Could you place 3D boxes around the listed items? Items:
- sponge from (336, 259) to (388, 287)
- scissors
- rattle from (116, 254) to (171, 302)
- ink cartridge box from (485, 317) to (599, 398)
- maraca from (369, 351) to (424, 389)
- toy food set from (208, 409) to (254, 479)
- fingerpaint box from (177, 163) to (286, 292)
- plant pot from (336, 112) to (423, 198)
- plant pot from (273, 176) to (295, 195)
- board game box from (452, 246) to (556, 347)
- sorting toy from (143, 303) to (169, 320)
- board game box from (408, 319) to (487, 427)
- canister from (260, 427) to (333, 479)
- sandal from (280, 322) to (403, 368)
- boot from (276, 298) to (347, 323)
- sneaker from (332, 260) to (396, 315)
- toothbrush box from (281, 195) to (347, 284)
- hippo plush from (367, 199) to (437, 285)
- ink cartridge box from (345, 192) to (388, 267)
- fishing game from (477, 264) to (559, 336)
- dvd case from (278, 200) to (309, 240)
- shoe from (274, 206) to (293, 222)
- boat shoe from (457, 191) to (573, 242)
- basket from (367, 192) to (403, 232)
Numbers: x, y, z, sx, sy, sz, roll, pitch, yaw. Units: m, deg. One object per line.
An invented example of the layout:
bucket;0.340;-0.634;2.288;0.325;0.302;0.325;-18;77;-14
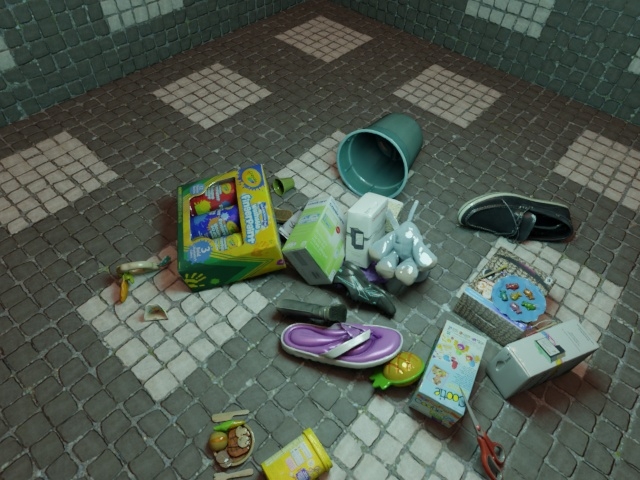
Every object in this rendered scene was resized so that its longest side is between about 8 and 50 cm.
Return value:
sponge;0.159;0.122;1.648;0.210;0.031;0.117;-5;51;-7
scissors;0.458;0.563;1.199;0.109;0.021;0.297;-44;106;-39
rattle;-0.651;0.138;1.566;0.199;0.130;0.143;-2;57;-39
ink cartridge box;0.711;0.386;1.353;0.278;0.201;0.117;-15;53;-15
maraca;0.250;0.428;1.361;0.185;0.099;0.127;-22;15;-3
toy food set;-0.262;0.598;1.230;0.132;0.039;0.192;-8;52;-9
fingerpaint box;-0.361;-0.063;1.642;0.371;0.163;0.445;-15;53;0
plant pot;0.299;-0.413;1.920;0.341;0.341;0.334;26;47;17
plant pot;-0.162;-0.257;1.915;0.079;0.083;0.083;-26;56;-36
board game box;0.679;0.203;1.540;0.232;0.141;0.291;36;57;23
sorting toy;-0.586;0.248;1.474;0.083;0.075;0.045;-4;51;-7
board game box;0.412;0.426;1.342;0.144;0.142;0.275;25;54;15
canister;-0.069;0.640;1.186;0.169;0.073;0.126;-28;57;-22
sandal;0.064;0.330;1.383;0.416;0.102;0.169;-2;40;8
boot;-0.028;0.253;1.492;0.208;0.189;0.076;-4;72;28
sneaker;0.161;0.196;1.538;0.267;0.101;0.106;41;75;8
toothbrush box;0.000;0.000;1.609;0.122;0.206;0.283;-9;40;35
hippo plush;0.313;0.052;1.597;0.234;0.236;0.294;-18;66;11
ink cartridge box;0.180;-0.041;1.621;0.100;0.237;0.172;18;38;24
fishing game;0.687;0.194;1.431;0.189;0.041;0.264;-17;54;-13
dvd case;-0.053;-0.052;1.751;0.164;0.018;0.221;42;58;3
shoe;-0.218;-0.115;1.809;0.219;0.058;0.077;16;72;15
boat shoe;0.834;-0.088;1.764;0.499;0.187;0.156;5;45;-6
basket;0.259;-0.118;1.799;0.167;0.113;0.103;20;56;12
